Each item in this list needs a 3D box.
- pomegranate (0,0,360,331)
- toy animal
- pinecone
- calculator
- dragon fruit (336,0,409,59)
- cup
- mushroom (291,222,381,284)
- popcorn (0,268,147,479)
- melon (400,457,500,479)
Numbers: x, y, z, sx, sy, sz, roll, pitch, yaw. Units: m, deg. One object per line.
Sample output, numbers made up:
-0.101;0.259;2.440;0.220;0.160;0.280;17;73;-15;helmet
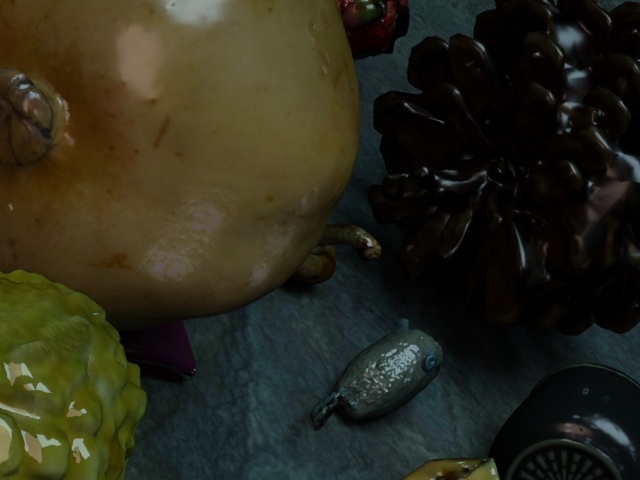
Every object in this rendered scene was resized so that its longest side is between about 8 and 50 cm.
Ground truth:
-0.177;-0.116;1.540;0.411;0.411;0.411;28;35;-22;pomegranate
0.042;0.138;1.811;0.070;0.079;0.253;31;26;23;toy animal
0.229;-0.083;2.014;0.397;0.398;0.398;28;35;-22;pinecone
-0.200;0.062;1.685;0.190;0.034;0.127;10;46;-39;calculator
0.004;-0.276;2.185;0.172;0.166;0.160;-11;98;-18;dragon fruit
0.263;0.239;1.882;0.176;0.169;0.223;-55;131;-65;cup
-0.004;0.010;1.908;0.129;0.073;0.088;17;8;24;mushroom
-0.246;0.135;1.368;0.258;0.224;0.270;3;29;-46;popcorn
0.112;0.273;1.742;0.160;0.079;0.128;-25;90;-57;melon
